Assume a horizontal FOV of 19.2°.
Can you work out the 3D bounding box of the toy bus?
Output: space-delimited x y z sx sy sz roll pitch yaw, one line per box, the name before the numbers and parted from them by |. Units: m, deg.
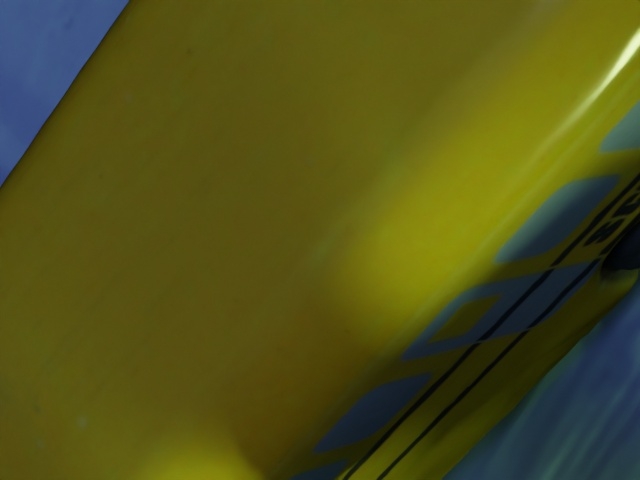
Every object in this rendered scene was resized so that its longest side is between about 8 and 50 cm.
toy bus | 0.000 0.000 0.462 0.108 0.130 0.333 54 125 19
